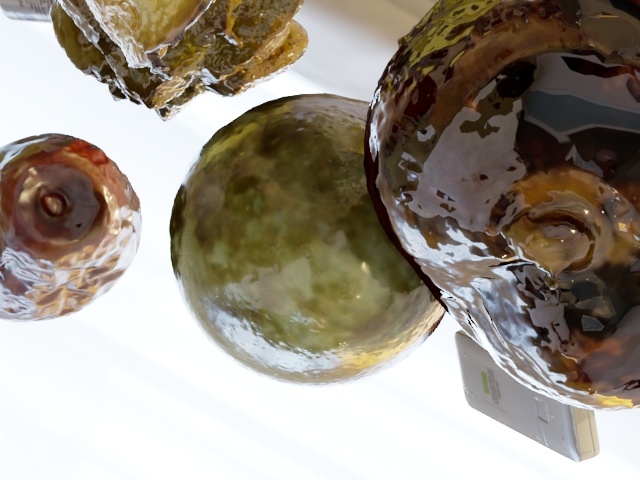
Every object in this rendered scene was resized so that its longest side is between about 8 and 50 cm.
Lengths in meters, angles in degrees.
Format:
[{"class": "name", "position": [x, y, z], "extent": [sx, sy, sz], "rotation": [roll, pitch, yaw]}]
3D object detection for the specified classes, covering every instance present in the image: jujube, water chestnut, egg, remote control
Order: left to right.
[{"class": "jujube", "position": [-0.255, -0.015, 1.629], "extent": [0.190, 0.190, 0.255], "rotation": [-63, -168, -12]}, {"class": "egg", "position": [0.000, 0.000, 1.403], "extent": [0.238, 0.238, 0.289], "rotation": [-62, -169, -5]}, {"class": "remote control", "position": [0.227, 0.169, 1.974], "extent": [0.250, 0.034, 0.103], "rotation": [21, -55, 62]}, {"class": "water chestnut", "position": [0.192, -0.065, 1.221], "extent": [0.335, 0.335, 0.347], "rotation": [-56, -162, 28]}]

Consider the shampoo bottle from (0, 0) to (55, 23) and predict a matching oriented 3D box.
[{"class": "shampoo bottle", "position": [-0.220, -0.288, 2.018], "extent": [0.092, 0.303, 0.092], "rotation": [5, 90, -69]}]

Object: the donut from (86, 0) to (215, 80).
[{"class": "donut", "position": [-0.064, -0.154, 0.902], "extent": [0.146, 0.078, 0.181], "rotation": [-43, -170, 20]}]

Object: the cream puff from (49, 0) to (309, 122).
[{"class": "cream puff", "position": [-0.136, -0.219, 1.648], "extent": [0.196, 0.244, 0.244], "rotation": [-44, 180, -28]}]
